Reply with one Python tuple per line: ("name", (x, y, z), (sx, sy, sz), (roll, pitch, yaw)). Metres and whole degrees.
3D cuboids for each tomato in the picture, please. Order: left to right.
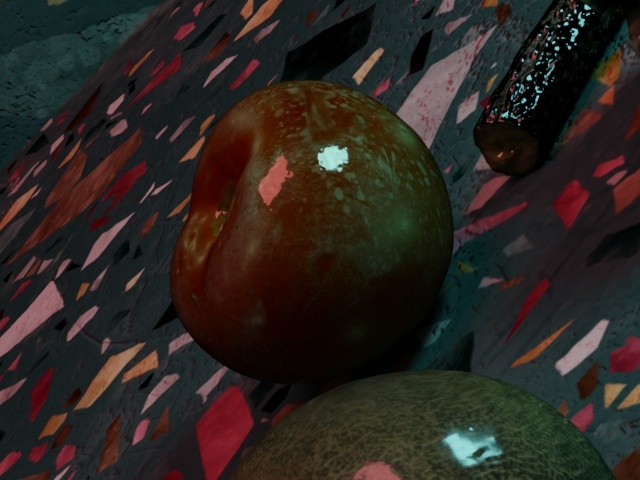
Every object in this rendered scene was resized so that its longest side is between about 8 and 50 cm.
("tomato", (0.000, 0.000, 1.760), (0.270, 0.223, 0.270), (-164, 90, -71))

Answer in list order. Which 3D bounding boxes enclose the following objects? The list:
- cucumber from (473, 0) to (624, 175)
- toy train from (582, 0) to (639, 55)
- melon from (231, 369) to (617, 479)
("cucumber", (0.234, -0.188, 1.856), (0.072, 0.072, 0.300), (-16, 36, 56))
("toy train", (0.285, -0.239, 1.592), (0.167, 0.238, 0.299), (-39, 20, 25))
("melon", (0.059, 0.199, 1.232), (0.248, 0.248, 0.329), (-52, 17, -12))
